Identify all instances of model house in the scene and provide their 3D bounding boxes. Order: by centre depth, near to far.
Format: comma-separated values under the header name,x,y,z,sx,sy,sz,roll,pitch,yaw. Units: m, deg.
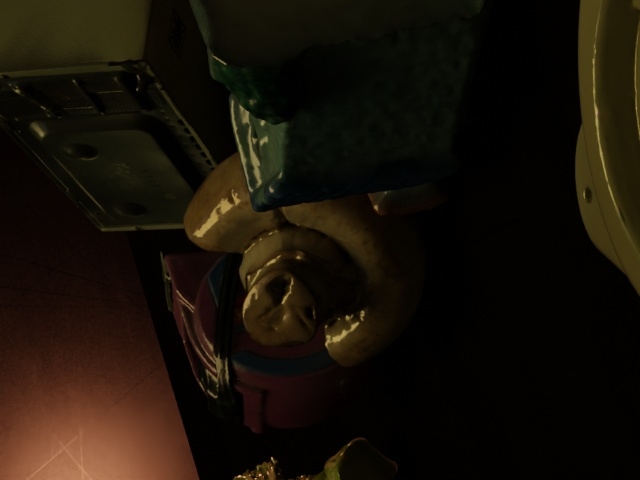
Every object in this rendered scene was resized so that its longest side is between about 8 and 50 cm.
name,x,y,z,sx,sy,sz,roll,pitch,yaw
model house,0.005,-0.157,1.280,0.329,0.251,0.295,87,164,-52

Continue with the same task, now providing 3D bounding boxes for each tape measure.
name,x,y,z,sx,sy,sz,roll,pitch,yaw
tape measure,-0.048,0.094,1.665,0.149,0.231,0.245,95,160,-53

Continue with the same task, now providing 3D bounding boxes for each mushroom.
name,x,y,z,sx,sy,sz,roll,pitch,yaw
mushroom,0.000,0.000,1.435,0.189,0.253,0.195,-50,8,25

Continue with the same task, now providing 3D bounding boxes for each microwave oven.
name,x,y,z,sx,sy,sz,roll,pitch,yaw
microwave oven,-0.224,-0.225,1.660,0.394,0.247,0.333,59,-146,-61

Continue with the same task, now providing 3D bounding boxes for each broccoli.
name,x,y,z,sx,sy,sz,roll,pitch,yaw
broccoli,-0.031,0.364,1.807,0.221,0.252,0.361,58,162,11

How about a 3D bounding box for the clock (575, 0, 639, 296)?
name,x,y,z,sx,sy,sz,roll,pitch,yaw
clock,0.227,-0.086,0.724,0.284,0.114,0.310,-123,27,-58
